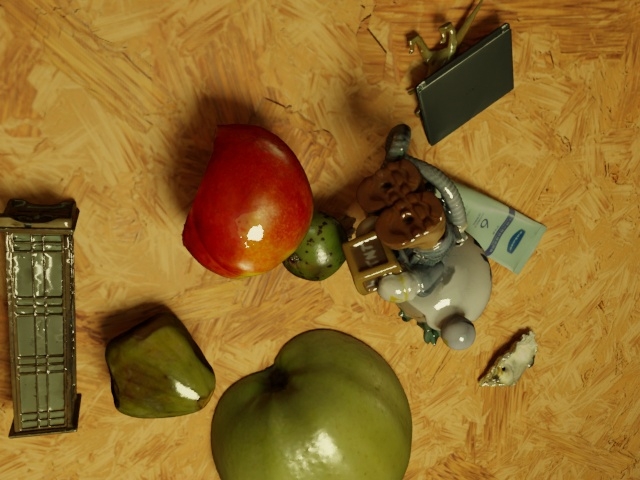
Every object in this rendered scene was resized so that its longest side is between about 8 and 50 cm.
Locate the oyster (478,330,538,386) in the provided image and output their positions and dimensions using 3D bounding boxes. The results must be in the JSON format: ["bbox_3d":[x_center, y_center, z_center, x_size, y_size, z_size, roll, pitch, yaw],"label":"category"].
[{"bbox_3d":[0.412,0.256,1.085,0.122,0.045,0.145,14,98,-22],"label":"oyster"}]

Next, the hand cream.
[{"bbox_3d":[0.296,-0.031,0.934,0.321,0.067,0.109,22,100,-34],"label":"hand cream"}]

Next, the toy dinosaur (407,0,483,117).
[{"bbox_3d":[0.200,-0.280,0.800,0.162,0.039,0.126,-31,129,-10],"label":"toy dinosaur"}]

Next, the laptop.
[{"bbox_3d":[0.234,-0.244,0.815,0.180,0.016,0.129,-35,140,-5],"label":"laptop"}]

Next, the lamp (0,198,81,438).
[{"bbox_3d":[-0.378,0.111,0.701,0.089,0.090,0.324,1,109,-21],"label":"lamp"}]

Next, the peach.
[{"bbox_3d":[-0.108,-0.052,0.685,0.190,0.190,0.192,-35,101,-5],"label":"peach"}]

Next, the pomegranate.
[{"bbox_3d":[0.000,0.000,0.799,0.142,0.115,0.114,-30,123,-42],"label":"pomegranate"}]

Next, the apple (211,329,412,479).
[{"bbox_3d":[-0.013,0.360,0.941,0.360,0.312,0.320,60,38,-29],"label":"apple"}]

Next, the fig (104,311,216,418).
[{"bbox_3d":[-0.231,0.190,0.758,0.166,0.154,0.144,22,148,6],"label":"fig"}]

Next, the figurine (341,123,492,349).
[{"bbox_3d":[0.149,0.036,0.761,0.186,0.260,0.382,-21,151,16],"label":"figurine"}]
